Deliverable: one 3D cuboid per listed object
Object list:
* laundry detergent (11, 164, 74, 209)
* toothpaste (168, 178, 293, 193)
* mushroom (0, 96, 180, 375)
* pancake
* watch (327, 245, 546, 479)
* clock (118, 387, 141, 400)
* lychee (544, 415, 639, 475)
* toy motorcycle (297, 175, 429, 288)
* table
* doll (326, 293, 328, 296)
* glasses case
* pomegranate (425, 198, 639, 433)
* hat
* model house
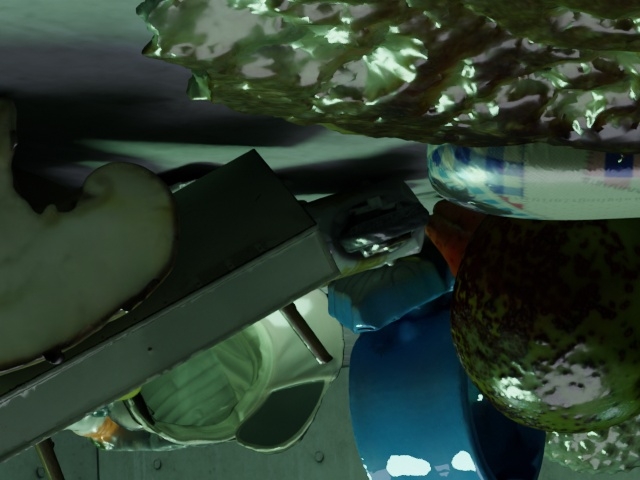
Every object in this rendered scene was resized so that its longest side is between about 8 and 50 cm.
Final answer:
[{"bbox_3d":[-0.200,0.005,0.943,0.171,0.076,0.237,1,156,-20],"label":"laundry detergent"},{"bbox_3d":[-0.164,0.001,1.082,0.100,0.066,0.323,0,164,-46],"label":"toothpaste"},{"bbox_3d":[-0.224,0.010,0.770,0.285,0.156,0.151,0,171,-11],"label":"mushroom"},{"bbox_3d":[0.139,-0.101,0.563,0.426,0.067,0.305,-7,164,29],"label":"pancake"},{"bbox_3d":[0.126,0.144,1.431,0.241,0.275,0.305,-8,176,30],"label":"watch"},{"bbox_3d":[-0.291,0.096,1.489,0.237,0.057,0.237,16,150,10],"label":"clock"},{"bbox_3d":[0.343,0.159,1.720,0.255,0.255,0.274,-4,149,2],"label":"lychee"},{"bbox_3d":[0.000,0.000,1.045,0.225,0.073,0.152,-16,-178,32],"label":"toy motorcycle"},{"bbox_3d":[-0.107,0.063,0.868,0.240,0.111,0.121,-29,-148,-6],"label":"table"},{"bbox_3d":[0.065,0.075,1.670,0.096,0.070,0.195,-39,155,18],"label":"doll"},{"bbox_3d":[0.223,-0.056,0.780,0.327,0.076,0.125,-4,173,8],"label":"glasses case"},{"bbox_3d":[0.173,0.029,1.071,0.248,0.214,0.214,36,-162,35],"label":"pomegranate"},{"bbox_3d":[-0.105,0.118,1.578,0.275,0.232,0.161,-24,-161,26],"label":"hat"},{"bbox_3d":[-0.281,0.189,1.872,0.271,0.190,0.301,-5,171,25],"label":"model house"}]
